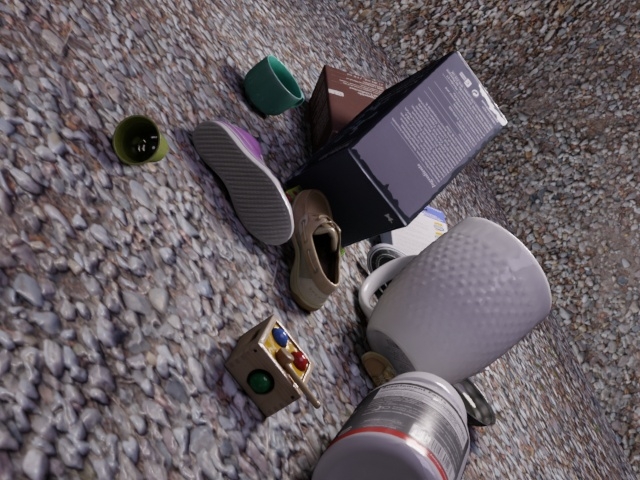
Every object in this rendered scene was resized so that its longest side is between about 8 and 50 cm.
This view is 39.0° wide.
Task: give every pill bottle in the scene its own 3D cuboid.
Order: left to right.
[{"bbox_3d":[0.130,0.351,1.470,0.210,0.210,0.363,56,19,1],"label":"pill bottle"}]

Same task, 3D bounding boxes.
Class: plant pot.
[{"bbox_3d":[-0.292,-0.161,1.506,0.083,0.083,0.079,59,7,9],"label":"plant pot"}]

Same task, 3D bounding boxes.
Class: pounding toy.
[{"bbox_3d":[-0.064,0.202,1.414,0.130,0.100,0.141,52,20,-9],"label":"pounding toy"}]

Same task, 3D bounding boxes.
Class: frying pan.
[{"bbox_3d":[0.285,0.325,2.099,0.326,0.053,0.197,37,19,-21],"label":"frying pan"}]

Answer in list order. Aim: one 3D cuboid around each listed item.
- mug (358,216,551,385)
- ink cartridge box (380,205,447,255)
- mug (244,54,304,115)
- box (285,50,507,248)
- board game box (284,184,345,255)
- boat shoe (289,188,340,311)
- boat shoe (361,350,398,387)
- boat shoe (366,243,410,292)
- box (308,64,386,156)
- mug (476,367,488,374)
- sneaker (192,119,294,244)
[{"bbox_3d":[0.241,0.137,1.925,0.374,0.328,0.276,29,-32,48],"label":"mug"},{"bbox_3d":[0.247,0.020,2.326,0.185,0.065,0.311,19,45,-21],"label":"ink cartridge box"},{"bbox_3d":[-0.113,-0.355,2.174,0.158,0.097,0.129,47,21,-24],"label":"mug"},{"bbox_3d":[0.168,-0.199,2.034,0.395,0.293,0.212,-45,103,-29],"label":"box"},{"bbox_3d":[-0.024,-0.028,1.950,0.181,0.043,0.092,55,21,-1],"label":"board game box"},{"bbox_3d":[0.000,0.000,1.811,0.109,0.098,0.302,30,39,-26],"label":"boat shoe"},{"bbox_3d":[0.131,0.278,1.819,0.135,0.050,0.045,48,16,-22],"label":"boat shoe"},{"bbox_3d":[0.219,0.138,2.121,0.306,0.113,0.105,56,5,-3],"label":"boat shoe"},{"bbox_3d":[0.081,-0.303,2.386,0.191,0.143,0.381,15,35,-15],"label":"box"},{"bbox_3d":[0.388,0.316,2.334,0.062,0.064,0.078,37,26,-40],"label":"mug"},{"bbox_3d":[-0.123,-0.121,1.787,0.282,0.102,0.161,58,17,6],"label":"sneaker"}]
